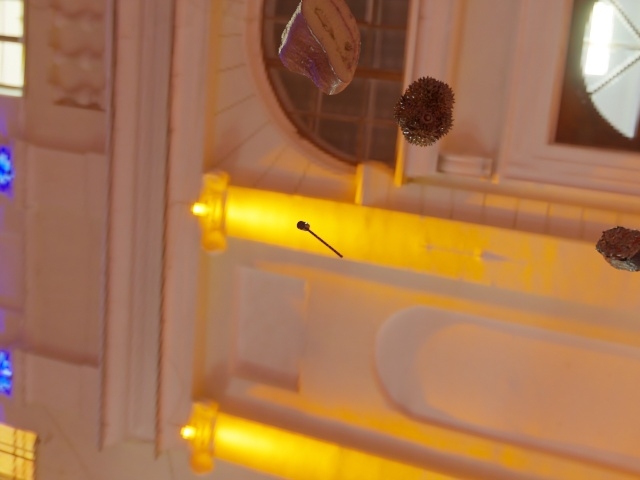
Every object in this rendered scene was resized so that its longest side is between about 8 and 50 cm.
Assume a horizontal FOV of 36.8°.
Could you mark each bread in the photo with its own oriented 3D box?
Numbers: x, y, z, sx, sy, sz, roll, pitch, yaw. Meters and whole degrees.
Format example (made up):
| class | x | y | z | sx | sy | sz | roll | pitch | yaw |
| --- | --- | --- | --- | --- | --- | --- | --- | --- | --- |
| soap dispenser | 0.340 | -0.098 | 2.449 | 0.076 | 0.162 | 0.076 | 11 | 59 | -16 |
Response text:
| class | x | y | z | sx | sy | sz | roll | pitch | yaw |
| --- | --- | --- | --- | --- | --- | --- | --- | --- | --- |
| bread | 0.004 | -0.249 | 1.218 | 0.067 | 0.119 | 0.192 | -42 | 4 | -15 |

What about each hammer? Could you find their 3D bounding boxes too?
| class | x | y | z | sx | sy | sz | roll | pitch | yaw |
| --- | --- | --- | --- | --- | --- | --- | --- | --- | --- |
| hammer | 0.000 | 0.000 | 1.857 | 0.019 | 0.110 | 0.035 | -52 | -16 | 7 |

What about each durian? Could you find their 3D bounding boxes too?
| class | x | y | z | sx | sy | sz | roll | pitch | yaw |
| --- | --- | --- | --- | --- | --- | --- | --- | --- | --- |
| durian | 0.238 | -0.295 | 2.189 | 0.158 | 0.137 | 0.168 | -52 | 15 | 12 |

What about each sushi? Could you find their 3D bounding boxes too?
| class | x | y | z | sx | sy | sz | roll | pitch | yaw |
| --- | --- | --- | --- | --- | --- | --- | --- | --- | --- |
| sushi | 0.697 | 0.020 | 2.192 | 0.078 | 0.150 | 0.090 | 42 | -96 | -23 |
